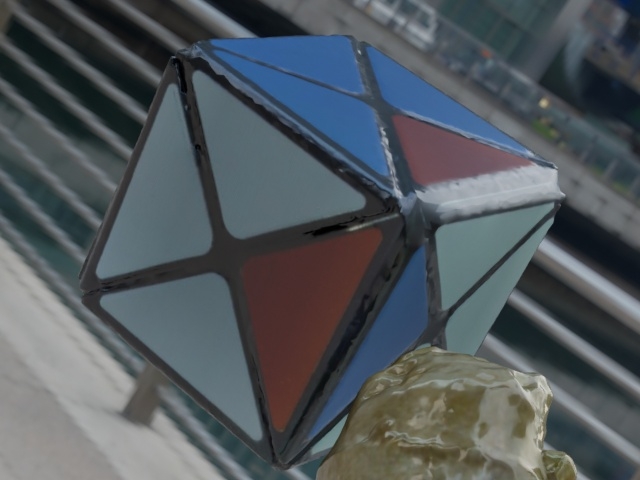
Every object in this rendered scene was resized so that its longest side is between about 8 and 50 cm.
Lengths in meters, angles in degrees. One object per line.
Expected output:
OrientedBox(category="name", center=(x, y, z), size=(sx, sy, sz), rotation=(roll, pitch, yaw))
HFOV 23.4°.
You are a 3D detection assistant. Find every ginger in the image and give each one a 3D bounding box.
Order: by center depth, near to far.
OrientedBox(category="ginger", center=(0.063, 0.216, 0.854), size=(0.126, 0.190, 0.354), rotation=(60, 20, -50))

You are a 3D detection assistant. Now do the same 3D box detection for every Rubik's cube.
OrientedBox(category="Rubik's cube", center=(0.000, 0.000, 1.214), size=(0.248, 0.250, 0.246), rotation=(40, 27, 26))
